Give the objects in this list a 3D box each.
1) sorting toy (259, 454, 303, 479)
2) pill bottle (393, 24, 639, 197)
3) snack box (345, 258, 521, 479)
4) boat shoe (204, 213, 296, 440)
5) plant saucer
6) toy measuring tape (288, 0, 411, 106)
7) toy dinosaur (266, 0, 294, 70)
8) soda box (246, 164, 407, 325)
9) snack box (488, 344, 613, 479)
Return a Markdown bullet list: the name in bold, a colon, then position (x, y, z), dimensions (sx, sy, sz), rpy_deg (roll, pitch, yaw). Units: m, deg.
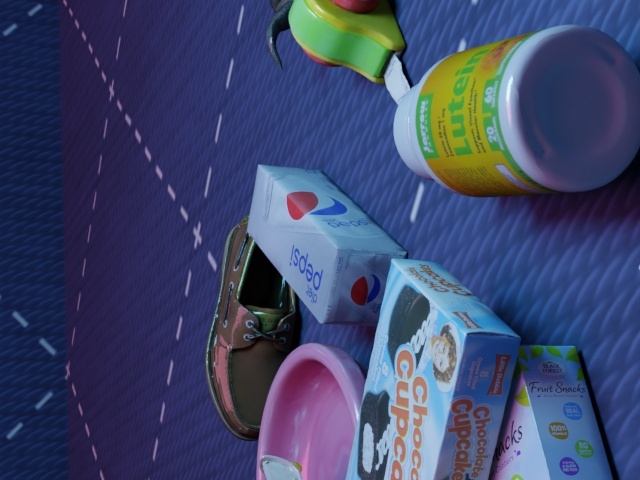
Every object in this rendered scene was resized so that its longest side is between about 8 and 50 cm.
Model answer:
- **sorting toy**: position (-0.043, 0.300, 1.508), dimensions (0.083, 0.044, 0.075), rpy_deg (-113, 27, -45)
- **pill bottle**: position (0.162, -0.107, 1.164), dimensions (0.245, 0.136, 0.136), rpy_deg (180, 93, -67)
- **snack box**: position (0.090, 0.199, 1.221), dimensions (0.187, 0.060, 0.322), rpy_deg (-133, 51, -64)
- **boat shoe**: position (-0.089, 0.111, 1.760), dimensions (0.104, 0.110, 0.307), rpy_deg (149, 121, -64)
- **plant saucer**: position (0.018, 0.285, 1.521), dimensions (0.332, 0.084, 0.332), rpy_deg (-177, 90, -68)
- **toy measuring tape**: position (0.035, -0.216, 1.510), dimensions (0.121, 0.121, 0.330), rpy_deg (116, 148, -43)
- **toy dinosaur**: position (-0.026, -0.366, 1.713), dimensions (0.160, 0.121, 0.314), rpy_deg (141, 125, -75)
- **soda box**: position (0.000, 0.000, 1.590), dimensions (0.286, 0.091, 0.098), rpy_deg (-132, 50, -59)
- **snack box**: position (0.183, 0.222, 1.157), dimensions (0.174, 0.070, 0.207), rpy_deg (122, 146, -50)
